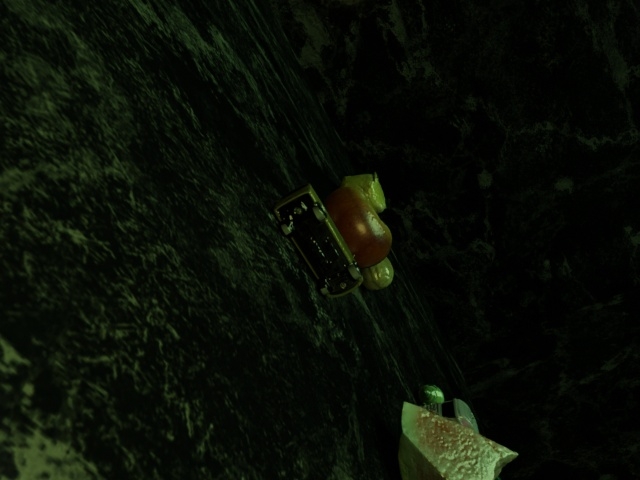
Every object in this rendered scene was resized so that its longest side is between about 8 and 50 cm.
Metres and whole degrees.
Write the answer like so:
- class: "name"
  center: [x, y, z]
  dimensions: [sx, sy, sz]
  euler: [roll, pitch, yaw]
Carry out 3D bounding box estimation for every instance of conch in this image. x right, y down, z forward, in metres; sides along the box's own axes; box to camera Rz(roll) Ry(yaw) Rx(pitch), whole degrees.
- class: "conch"
  center: [0.374, 0.537, 1.481]
  dimensions: [0.094, 0.080, 0.200]
  euler: [58, -9, 31]

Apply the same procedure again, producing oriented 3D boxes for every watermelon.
- class: "watermelon"
  center: [0.274, 0.487, 0.941]
  dimensions: [0.193, 0.232, 0.310]
  euler: [-22, 106, -43]

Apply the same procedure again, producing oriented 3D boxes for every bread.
- class: "bread"
  center: [0.165, -0.180, 1.761]
  dimensions: [0.197, 0.171, 0.197]
  euler: [-14, 90, -70]

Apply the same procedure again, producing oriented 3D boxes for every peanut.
- class: "peanut"
  center: [0.168, 0.064, 1.468]
  dimensions: [0.123, 0.124, 0.256]
  euler: [51, 15, -43]

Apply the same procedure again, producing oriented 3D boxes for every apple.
- class: "apple"
  center: [0.086, -0.029, 1.216]
  dimensions: [0.210, 0.173, 0.234]
  euler: [40, 19, -51]

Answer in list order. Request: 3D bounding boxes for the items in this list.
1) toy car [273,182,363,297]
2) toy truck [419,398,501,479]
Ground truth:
- class: "toy car"
  center: [0.000, 0.000, 0.982]
  dimensions: [0.256, 0.101, 0.124]
  euler: [59, 12, -19]
- class: "toy truck"
  center: [0.404, 0.631, 1.226]
  dimensions: [0.363, 0.178, 0.176]
  euler: [62, 14, 2]
